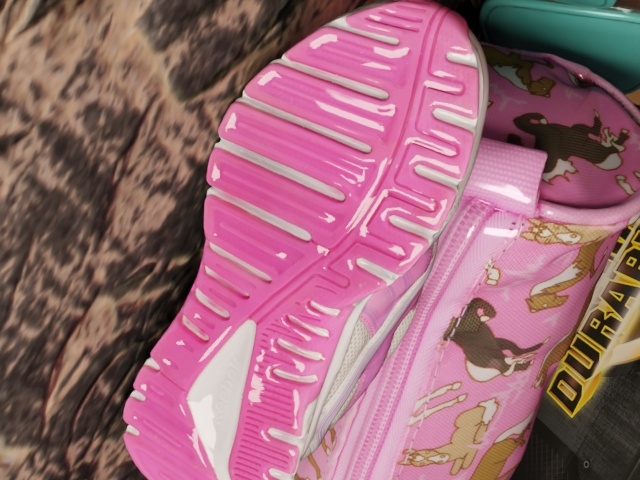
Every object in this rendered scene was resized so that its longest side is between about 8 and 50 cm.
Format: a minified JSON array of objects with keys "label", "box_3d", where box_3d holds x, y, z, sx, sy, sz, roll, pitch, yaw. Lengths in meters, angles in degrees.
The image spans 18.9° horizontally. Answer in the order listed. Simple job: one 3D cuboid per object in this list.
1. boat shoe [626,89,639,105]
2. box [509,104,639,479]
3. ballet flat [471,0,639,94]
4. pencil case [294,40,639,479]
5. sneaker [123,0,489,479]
[{"label":"boat shoe","box_3d":[0.256,-0.220,1.275,0.277,0.096,0.098,-51,129,-3]},{"label":"box","box_3d":[0.217,0.054,1.322,0.322,0.257,0.079,-58,165,-6]},{"label":"ballet flat","box_3d":[0.130,-0.156,0.950,0.123,0.123,0.348,-61,165,0]},{"label":"pencil case","box_3d":[0.051,0.077,1.027,0.160,0.167,0.386,0,128,-25]},{"label":"sneaker","box_3d":[0.000,0.000,0.846,0.252,0.103,0.111,-61,170,26]}]
